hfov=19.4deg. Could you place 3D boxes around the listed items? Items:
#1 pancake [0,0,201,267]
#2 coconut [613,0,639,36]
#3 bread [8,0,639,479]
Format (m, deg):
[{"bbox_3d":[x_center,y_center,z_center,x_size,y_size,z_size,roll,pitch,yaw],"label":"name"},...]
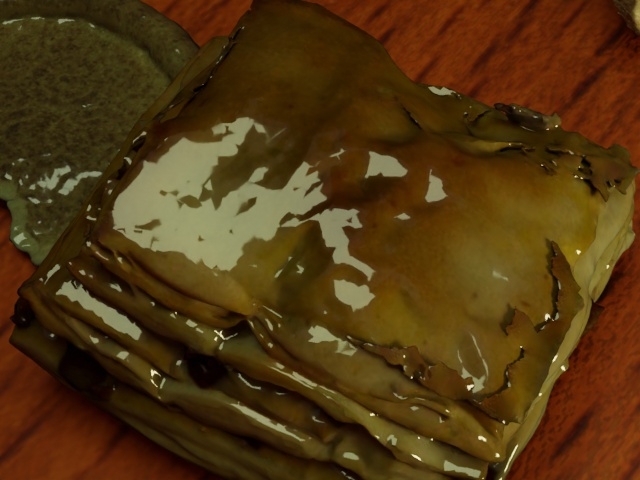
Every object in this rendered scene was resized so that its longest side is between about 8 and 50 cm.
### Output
[{"bbox_3d":[-0.213,-0.078,1.293,0.286,0.033,0.288,-32,54,-17],"label":"pancake"},{"bbox_3d":[0.251,-0.203,1.264,0.116,0.116,0.122,-5,55,6],"label":"coconut"},{"bbox_3d":[0.000,0.000,1.102,0.324,0.167,0.277,21,61,18],"label":"bread"}]
